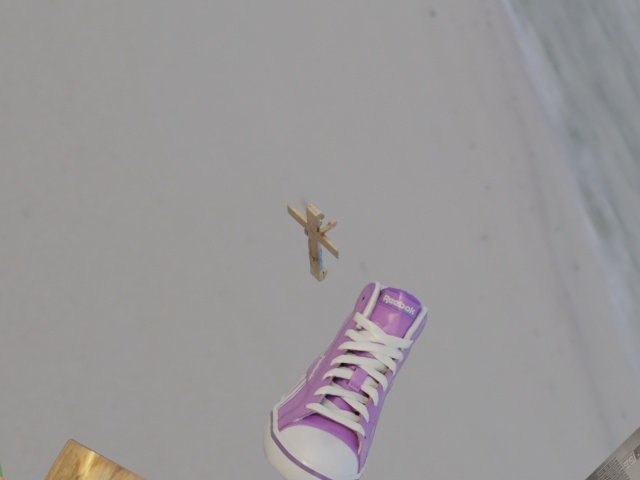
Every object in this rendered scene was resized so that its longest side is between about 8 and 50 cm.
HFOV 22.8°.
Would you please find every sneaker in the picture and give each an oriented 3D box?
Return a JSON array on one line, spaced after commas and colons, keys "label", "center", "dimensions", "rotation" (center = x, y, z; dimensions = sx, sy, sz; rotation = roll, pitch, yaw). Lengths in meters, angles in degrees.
[{"label": "sneaker", "center": [0.031, 0.123, 1.503], "dimensions": [0.102, 0.161, 0.282], "rotation": [28, 23, -1]}]

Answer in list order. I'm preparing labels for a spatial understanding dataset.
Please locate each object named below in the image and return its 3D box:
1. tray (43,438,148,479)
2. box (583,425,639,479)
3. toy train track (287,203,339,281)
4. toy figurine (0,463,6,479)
[{"label": "tray", "center": [-0.135, 0.278, 0.530], "dimensions": [0.076, 0.411, 0.203], "rotation": [27, -12, 12]}, {"label": "box", "center": [0.301, 0.134, 1.165], "dimensions": [0.056, 0.183, 0.231], "rotation": [57, -20, 17]}, {"label": "toy train track", "center": [0.000, 0.000, 1.022], "dimensions": [0.048, 0.014, 0.083], "rotation": [43, -21, 23]}, {"label": "toy figurine", "center": [-0.170, 0.223, 1.058], "dimensions": [0.130, 0.159, 0.173], "rotation": [-63, 157, -53]}]
